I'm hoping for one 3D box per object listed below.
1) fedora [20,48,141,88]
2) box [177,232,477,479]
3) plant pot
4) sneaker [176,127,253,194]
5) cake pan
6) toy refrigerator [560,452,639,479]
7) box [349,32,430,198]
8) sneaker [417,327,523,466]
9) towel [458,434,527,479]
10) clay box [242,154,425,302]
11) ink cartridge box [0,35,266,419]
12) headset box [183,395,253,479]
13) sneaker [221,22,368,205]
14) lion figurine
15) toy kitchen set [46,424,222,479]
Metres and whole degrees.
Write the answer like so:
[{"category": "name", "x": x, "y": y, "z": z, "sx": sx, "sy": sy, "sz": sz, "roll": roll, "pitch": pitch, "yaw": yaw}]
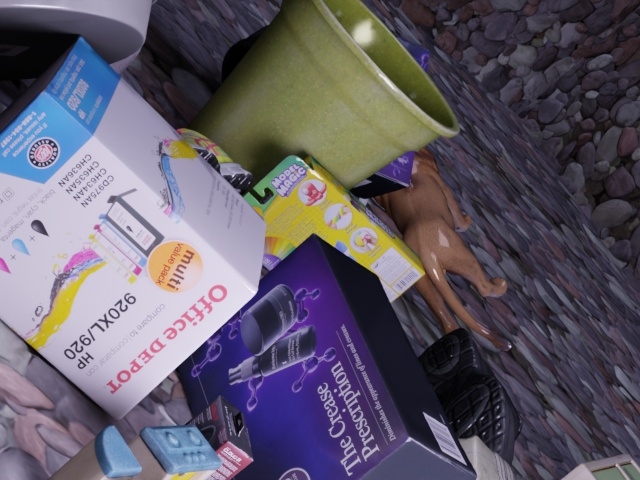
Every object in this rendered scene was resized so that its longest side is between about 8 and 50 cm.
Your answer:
[{"category": "fedora", "x": -0.286, "y": -0.254, "z": 1.754, "sx": 0.275, "sy": 0.124, "sz": 0.244, "roll": 50, "pitch": 10, "yaw": 7}, {"category": "box", "x": -0.004, "y": 0.150, "z": 1.446, "sx": 0.103, "sy": 0.184, "sz": 0.261, "roll": 33, "pitch": 21, "yaw": -39}, {"category": "plant pot", "x": -0.016, "y": -0.152, "z": 2.032, "sx": 0.276, "sy": 0.254, "sz": 0.276, "roll": 45, "pitch": 15, "yaw": -15}, {"category": "sneaker", "x": -0.155, "y": -0.084, "z": 1.838, "sx": 0.094, "sy": 0.081, "sz": 0.208, "roll": 46, "pitch": 7, "yaw": 18}, {"category": "cake pan", "x": -0.277, "y": -0.189, "z": 1.420, "sx": 0.293, "sy": 0.293, "sz": 0.054, "roll": 12, "pitch": 73, "yaw": -66}, {"category": "toy refrigerator", "x": 0.380, "y": 0.348, "z": 2.205, "sx": 0.102, "sy": 0.094, "sz": 0.269, "roll": 53, "pitch": 15, "yaw": 18}, {"category": "box", "x": 0.046, "y": -0.179, "z": 2.247, "sx": 0.153, "sy": 0.108, "sz": 0.207, "roll": 19, "pitch": 71, "yaw": -31}, {"category": "sneaker", "x": 0.198, "y": 0.217, "z": 2.017, "sx": 0.130, "sy": 0.109, "sz": 0.286, "roll": 49, "pitch": 16, "yaw": -22}, {"category": "towel", "x": 0.215, "y": 0.376, "z": 1.588, "sx": 0.312, "sy": 0.056, "sz": 0.324, "roll": 41, "pitch": 33, "yaw": -48}, {"category": "clay box", "x": 0.000, "y": 0.000, "z": 1.941, "sx": 0.222, "sy": 0.127, "sz": 0.053, "roll": 43, "pitch": 15, "yaw": -21}, {"category": "ink cartridge box", "x": -0.182, "y": -0.010, "z": 1.368, "sx": 0.233, "sy": 0.171, "sz": 0.168, "roll": 44, "pitch": 16, "yaw": -14}, {"category": "headset box", "x": -0.091, "y": 0.170, "z": 1.344, "sx": 0.032, "sy": 0.083, "sz": 0.062, "roll": 41, "pitch": 18, "yaw": -29}, {"category": "sneaker", "x": -0.043, "y": -0.159, "z": 2.308, "sx": 0.147, "sy": 0.104, "sz": 0.296, "roll": -22, "pitch": 85, "yaw": -50}, {"category": "lion figurine", "x": 0.144, "y": -0.022, "z": 2.353, "sx": 0.240, "sy": 0.142, "sz": 0.392, "roll": 52, "pitch": 3, "yaw": -38}, {"category": "toy kitchen set", "x": -0.075, "y": 0.216, "z": 1.199, "sx": 0.207, "sy": 0.122, "sz": 0.166, "roll": 54, "pitch": 16, "yaw": 18}]
